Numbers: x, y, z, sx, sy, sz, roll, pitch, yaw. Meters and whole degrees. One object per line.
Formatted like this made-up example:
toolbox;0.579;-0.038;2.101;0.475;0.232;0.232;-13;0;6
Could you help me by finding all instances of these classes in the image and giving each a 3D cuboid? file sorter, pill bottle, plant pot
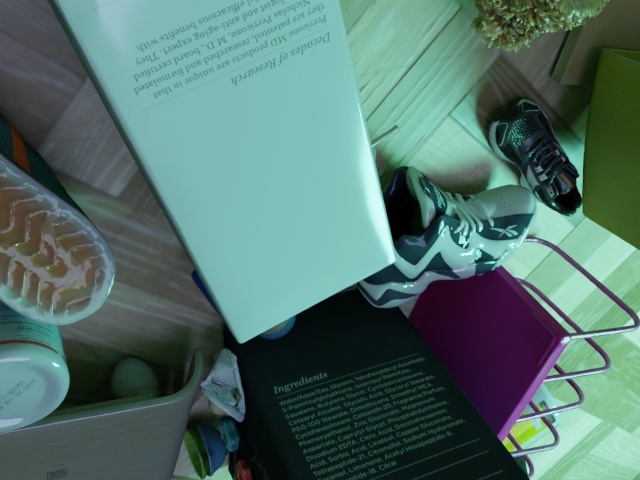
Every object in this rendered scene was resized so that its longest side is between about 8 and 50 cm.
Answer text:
file sorter;0.237;0.161;0.894;0.182;0.202;0.290;1;125;-32
pill bottle;-0.261;0.069;0.558;0.087;0.160;0.087;-16;132;-18
pill bottle;0.260;0.293;1.074;0.215;0.117;0.117;-34;135;-2
plant pot;0.414;-0.080;0.742;0.212;0.212;0.187;-5;122;-32

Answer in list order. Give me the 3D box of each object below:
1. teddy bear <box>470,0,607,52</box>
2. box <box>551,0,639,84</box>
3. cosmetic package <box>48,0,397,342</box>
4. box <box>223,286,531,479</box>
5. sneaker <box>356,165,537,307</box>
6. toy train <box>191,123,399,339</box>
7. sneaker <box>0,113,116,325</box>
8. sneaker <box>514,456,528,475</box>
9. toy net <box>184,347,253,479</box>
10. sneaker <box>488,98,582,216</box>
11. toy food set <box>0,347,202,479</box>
teddy bear;0.110;-0.299;0.525;0.338;0.113;0.245;13;111;-28
box;0.349;-0.264;0.734;0.165;0.021;0.201;-6;129;-26
cosmetic package;-0.080;-0.125;0.480;0.155;0.197;0.365;-28;136;-8
box;0.052;0.295;0.759;0.212;0.395;0.293;-14;132;-21
sneaker;0.141;-0.029;0.743;0.235;0.094;0.153;-20;146;-7
toy train;0.000;0.000;0.710;0.248;0.105;0.143;-39;152;-6
sneaker;-0.274;-0.064;0.487;0.108;0.121;0.302;-42;115;-15
sneaker;0.276;0.419;1.104;0.123;0.290;0.106;-37;91;16
toy net;-0.115;0.218;0.777;0.045;0.122;0.232;-15;140;-24
sneaker;0.262;-0.091;0.788;0.072;0.077;0.178;-45;134;8
toy food set;-0.286;0.208;0.725;0.306;0.092;0.219;-5;139;-25
